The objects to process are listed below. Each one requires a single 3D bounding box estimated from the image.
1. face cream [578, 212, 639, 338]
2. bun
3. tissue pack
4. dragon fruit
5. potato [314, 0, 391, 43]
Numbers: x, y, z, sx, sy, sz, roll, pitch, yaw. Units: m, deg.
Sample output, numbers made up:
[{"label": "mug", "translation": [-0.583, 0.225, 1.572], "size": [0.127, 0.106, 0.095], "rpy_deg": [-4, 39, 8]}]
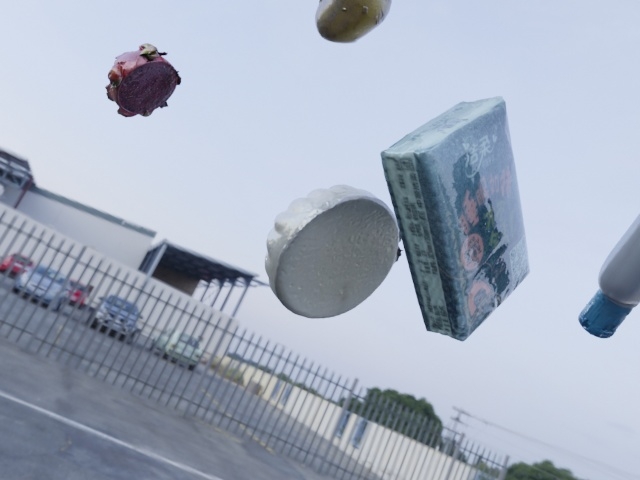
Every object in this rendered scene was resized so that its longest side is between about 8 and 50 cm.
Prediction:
[{"label": "face cream", "translation": [0.503, 0.021, 0.863], "size": [0.080, 0.163, 0.336], "rpy_deg": [51, -40, 36]}, {"label": "bun", "translation": [0.000, 0.000, 1.049], "size": [0.263, 0.263, 0.175], "rpy_deg": [39, 3, -44]}, {"label": "tissue pack", "translation": [0.226, -0.036, 0.882], "size": [0.103, 0.228, 0.315], "rpy_deg": [8, -57, 46]}, {"label": "dragon fruit", "translation": [-0.271, -0.242, 0.842], "size": [0.068, 0.112, 0.126], "rpy_deg": [55, -4, 16]}, {"label": "potato", "translation": [0.068, -0.468, 1.119], "size": [0.137, 0.137, 0.176], "rpy_deg": [30, -54, -20]}]
